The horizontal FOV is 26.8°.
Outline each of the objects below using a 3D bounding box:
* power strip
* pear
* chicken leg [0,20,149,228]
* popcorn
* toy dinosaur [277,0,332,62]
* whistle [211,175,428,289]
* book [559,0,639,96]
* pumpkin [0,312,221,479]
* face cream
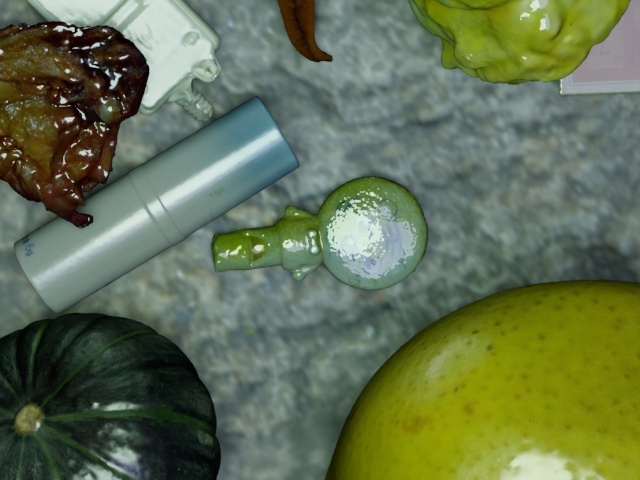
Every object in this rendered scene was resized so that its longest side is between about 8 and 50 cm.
[{"bbox_3d":[-0.208,-0.228,1.132,0.098,0.058,0.338,-45,105,1],"label":"power strip"},{"bbox_3d":[0.193,0.218,1.153,0.418,0.362,0.362,-38,108,26],"label":"pear"},{"bbox_3d":[-0.275,-0.076,1.121,0.322,0.083,0.177,-20,99,17],"label":"chicken leg"},{"bbox_3d":[0.144,-0.244,1.107,0.195,0.255,0.256,-28,77,-4],"label":"popcorn"},{"bbox_3d":[-0.051,-0.285,1.015,0.208,0.097,0.432,-20,133,34],"label":"toy dinosaur"},{"bbox_3d":[0.000,0.000,1.226,0.198,0.057,0.104,-8,93,-1],"label":"whistle"},{"bbox_3d":[0.301,-0.255,1.219,0.170,0.018,0.241,-1,103,4],"label":"book"},{"bbox_3d":[-0.208,0.184,1.158,0.250,0.216,0.250,-1,76,3],"label":"pumpkin"},{"bbox_3d":[-0.142,-0.031,1.176,0.250,0.077,0.077,-32,106,0],"label":"face cream"}]
